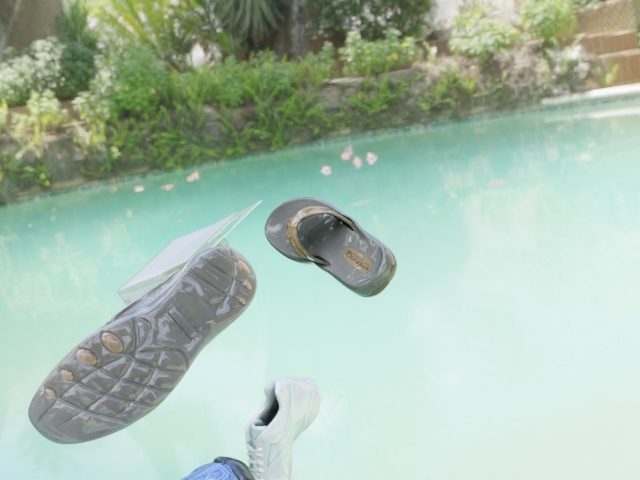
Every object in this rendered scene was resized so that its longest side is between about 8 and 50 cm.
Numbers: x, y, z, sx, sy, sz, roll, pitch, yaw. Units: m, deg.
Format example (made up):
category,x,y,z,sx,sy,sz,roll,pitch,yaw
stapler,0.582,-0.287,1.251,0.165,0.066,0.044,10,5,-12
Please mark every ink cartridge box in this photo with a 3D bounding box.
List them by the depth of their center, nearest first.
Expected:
category,x,y,z,sx,sy,sz,roll,pitch,yaw
ink cartridge box,-0.204,0.028,1.164,0.235,0.056,0.171,-19,20,35

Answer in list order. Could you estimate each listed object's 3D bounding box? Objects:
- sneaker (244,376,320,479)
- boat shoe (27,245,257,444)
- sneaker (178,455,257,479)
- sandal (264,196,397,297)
category,x,y,z,sx,sy,sz,roll,pitch,yaw
sneaker,-0.053,0.204,0.692,0.053,0.152,0.061,13,-7,44
boat shoe,-0.240,0.147,0.990,0.355,0.132,0.130,-38,7,-25
sneaker,-0.049,0.279,0.494,0.130,0.330,0.147,25,48,37
sandal,0.000,0.000,0.852,0.060,0.090,0.219,32,3,-44
